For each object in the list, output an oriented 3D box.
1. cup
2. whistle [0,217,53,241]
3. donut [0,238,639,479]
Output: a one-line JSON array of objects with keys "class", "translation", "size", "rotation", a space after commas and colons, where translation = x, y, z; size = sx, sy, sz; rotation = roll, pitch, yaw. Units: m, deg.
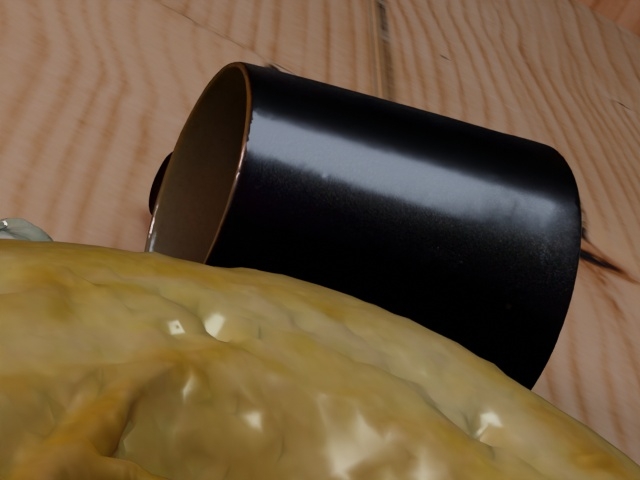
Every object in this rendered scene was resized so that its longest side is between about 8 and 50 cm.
[{"class": "cup", "translation": [-0.001, 0.015, 0.825], "size": [0.177, 0.239, 0.166], "rotation": [17, 66, -20]}, {"class": "whistle", "translation": [-0.169, 0.036, 0.603], "size": [0.126, 0.067, 0.258], "rotation": [27, 16, 6]}, {"class": "donut", "translation": [-0.027, 0.159, 0.331], "size": [0.449, 0.198, 0.449], "rotation": [26, 22, -11]}]
